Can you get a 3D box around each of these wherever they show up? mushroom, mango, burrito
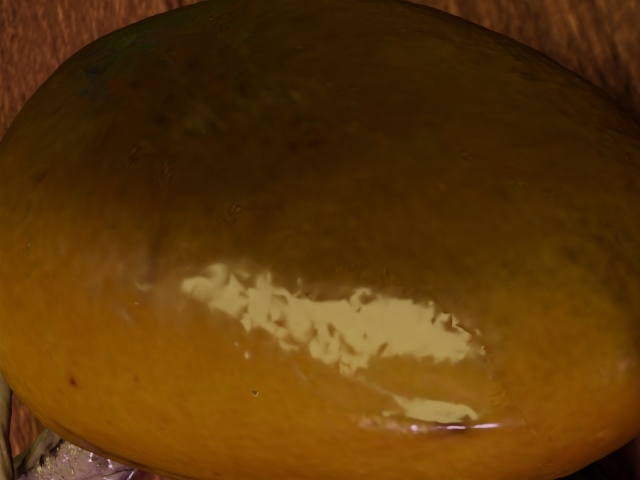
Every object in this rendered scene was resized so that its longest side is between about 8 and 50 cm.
[{"bbox_3d":[-0.185,0.057,0.988,0.026,0.028,0.286,101,163,-54],"label":"mushroom"},{"bbox_3d":[0.000,0.000,0.699,0.365,0.253,0.182,14,137,51],"label":"mango"},{"bbox_3d":[-0.124,0.106,0.937,0.229,0.058,0.063,-50,57,30],"label":"burrito"}]

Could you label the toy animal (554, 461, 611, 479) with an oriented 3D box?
[{"bbox_3d":[0.044,0.175,0.736,0.245,0.114,0.146,-35,65,11],"label":"toy animal"}]
